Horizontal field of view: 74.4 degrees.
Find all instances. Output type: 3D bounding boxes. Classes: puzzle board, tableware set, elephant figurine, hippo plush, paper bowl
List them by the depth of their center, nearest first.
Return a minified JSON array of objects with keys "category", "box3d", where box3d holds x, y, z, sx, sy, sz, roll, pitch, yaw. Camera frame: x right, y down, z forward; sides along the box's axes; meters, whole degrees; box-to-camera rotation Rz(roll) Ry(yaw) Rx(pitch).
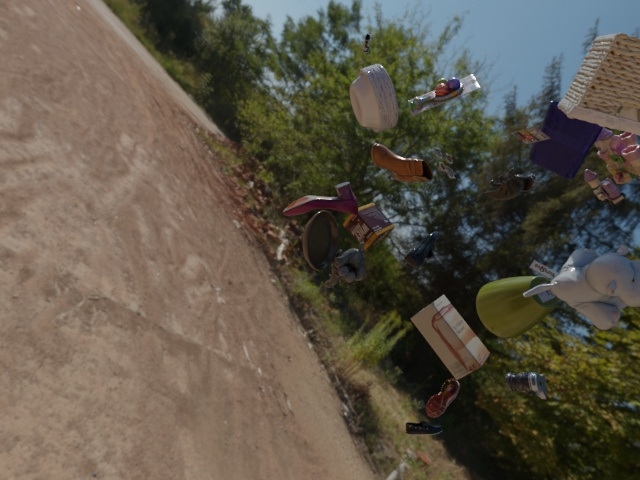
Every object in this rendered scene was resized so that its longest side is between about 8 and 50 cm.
[{"category":"hippo plush","box3d":[0.791,0.090,1.182,0.295,0.234,0.236,26,-25,5]},{"category":"puzzle board","box3d":[0.842,-0.418,1.689,0.128,0.011,0.097,14,-10,-36]},{"category":"paper bowl","box3d":[0.226,-0.622,1.877,0.284,0.148,0.283,161,-90,-88]},{"category":"elephant figurine","box3d":[0.111,0.123,2.013,0.239,0.186,0.169,156,-83,-74]},{"category":"tableware set","box3d":[0.624,-0.385,2.107,0.141,0.020,0.168,14,60,-38]}]

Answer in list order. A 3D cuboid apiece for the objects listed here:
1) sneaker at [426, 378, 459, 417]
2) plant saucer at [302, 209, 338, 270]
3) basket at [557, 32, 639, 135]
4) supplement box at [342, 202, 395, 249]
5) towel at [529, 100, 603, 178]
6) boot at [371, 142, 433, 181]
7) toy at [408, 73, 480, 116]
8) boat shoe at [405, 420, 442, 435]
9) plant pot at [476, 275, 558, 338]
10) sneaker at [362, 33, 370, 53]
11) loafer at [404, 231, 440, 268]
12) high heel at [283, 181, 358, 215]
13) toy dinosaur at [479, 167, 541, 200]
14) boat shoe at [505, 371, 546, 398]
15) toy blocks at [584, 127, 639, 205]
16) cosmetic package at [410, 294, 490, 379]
[{"category":"sneaker","box3d":[0.618,0.792,2.096,0.093,0.225,0.088,34,9,-49]},{"category":"plant saucer","box3d":[0.000,0.000,1.921,0.041,0.277,0.278,6,-22,32]},{"category":"basket","box3d":[1.015,-0.498,1.374,0.329,0.266,0.331,21,29,13]},{"category":"supplement box","box3d":[0.270,-0.082,2.344,0.191,0.129,0.194,-23,67,-45]},{"category":"towel","box3d":[1.067,-0.439,1.839,0.228,0.076,0.308,40,-30,30]},{"category":"boot","box3d":[0.389,-0.366,2.011,0.220,0.108,0.283,14,-23,50]},{"category":"toy","box3d":[0.422,-0.529,1.485,0.056,0.238,0.136,54,26,-33]},{"category":"boat shoe","box3d":[0.367,0.664,1.495,0.049,0.133,0.041,111,-22,-83]},{"category":"plant pot","box3d":[0.890,0.266,1.862,0.274,0.275,0.293,48,-25,11]},{"category":"sneaker","box3d":[0.197,-0.849,1.814,0.032,0.083,0.037,8,-8,7]},{"category":"loafer","box3d":[0.433,0.039,1.740,0.078,0.223,0.076,47,-35,8]},{"category":"high heel","box3d":[0.008,-0.153,2.152,0.127,0.378,0.181,-106,176,-68]},{"category":"toy dinosaur","box3d":[1.017,-0.289,2.270,0.160,0.314,0.121,57,10,1]},{"category":"boat shoe","box3d":[0.591,0.410,1.207,0.183,0.083,0.065,37,54,-45]},{"category":"toy blocks","box3d":[1.252,-0.370,1.797,0.260,0.309,0.288,48,16,-13]},{"category":"cosmetic package","box3d":[0.525,0.385,1.706,0.296,0.129,0.153,53,34,14]}]
